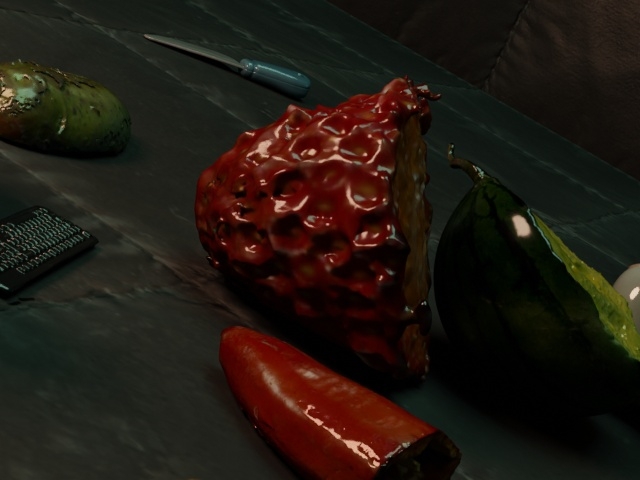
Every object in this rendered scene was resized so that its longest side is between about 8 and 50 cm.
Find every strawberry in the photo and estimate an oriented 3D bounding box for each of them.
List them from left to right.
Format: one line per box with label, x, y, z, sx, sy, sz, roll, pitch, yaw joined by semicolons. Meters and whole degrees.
strawberry;0.000;0.000;0.933;0.178;0.234;0.234;-2;11;11

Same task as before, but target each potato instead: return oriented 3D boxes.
potato;-0.223;-0.118;1.088;0.119;0.054;0.198;34;16;32

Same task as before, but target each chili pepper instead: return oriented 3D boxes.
chili pepper;-0.004;0.096;0.753;0.169;0.065;0.088;34;15;35

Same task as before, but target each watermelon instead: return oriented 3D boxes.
watermelon;0.160;0.052;1.018;0.232;0.127;0.204;46;8;-15

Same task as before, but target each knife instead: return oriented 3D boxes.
knife;-0.124;-0.238;1.709;0.244;0.032;0.058;16;21;-25

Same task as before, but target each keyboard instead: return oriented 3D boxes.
keyboard;-0.188;0.004;0.825;0.053;0.010;0.155;30;15;2

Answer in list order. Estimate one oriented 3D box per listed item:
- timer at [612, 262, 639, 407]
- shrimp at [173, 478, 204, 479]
timer;0.372;0.098;1.103;0.315;0.291;0.290;10;1;39
shrimp;-0.041;0.149;0.540;0.091;0.043;0.184;31;14;0
